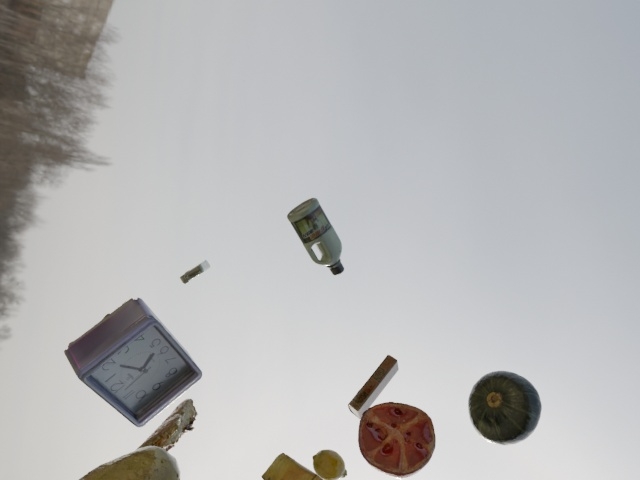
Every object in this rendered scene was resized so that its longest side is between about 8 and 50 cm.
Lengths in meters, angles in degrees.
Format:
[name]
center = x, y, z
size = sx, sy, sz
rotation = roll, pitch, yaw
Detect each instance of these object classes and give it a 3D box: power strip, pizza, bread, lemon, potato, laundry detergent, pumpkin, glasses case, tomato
[power strip]
center = -0.418, 0.105, 1.785
size = 0.035, 0.081, 0.192
rotation = 59, -3, -4
[pizza]
center = -0.392, 0.500, 1.348
size = 0.182, 0.074, 0.365
rotation = -44, 179, 8
[bread]
center = -0.057, 0.752, 1.584
size = 0.250, 0.179, 0.133
rotation = 23, -118, 31
[lemon]
center = 0.020, 0.475, 1.124
size = 0.062, 0.083, 0.062
rotation = -62, -178, 3
[potato]
center = -0.399, 0.540, 1.073
size = 0.229, 0.266, 0.229
rotation = 32, -40, 32
[laundry detergent]
center = 0.000, 0.000, 1.462
size = 0.070, 0.099, 0.226
rotation = 9, -47, 57
[pumpkin]
center = 0.417, 0.381, 1.216
size = 0.167, 0.125, 0.167
rotation = -14, -121, 24
[glasses case]
center = 0.177, 0.483, 1.774
size = 0.049, 0.218, 0.075
rotation = 29, -27, 32
[tomato]
center = 0.149, 0.397, 1.039
size = 0.155, 0.155, 0.069
rotation = -126, -159, -48

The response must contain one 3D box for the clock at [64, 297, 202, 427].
[clock]
center = -0.303, 0.204, 0.879
size = 0.144, 0.193, 0.073
rotation = -39, -134, -16
